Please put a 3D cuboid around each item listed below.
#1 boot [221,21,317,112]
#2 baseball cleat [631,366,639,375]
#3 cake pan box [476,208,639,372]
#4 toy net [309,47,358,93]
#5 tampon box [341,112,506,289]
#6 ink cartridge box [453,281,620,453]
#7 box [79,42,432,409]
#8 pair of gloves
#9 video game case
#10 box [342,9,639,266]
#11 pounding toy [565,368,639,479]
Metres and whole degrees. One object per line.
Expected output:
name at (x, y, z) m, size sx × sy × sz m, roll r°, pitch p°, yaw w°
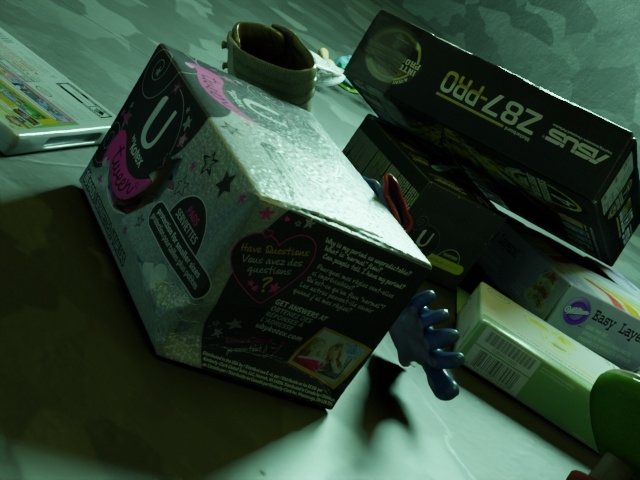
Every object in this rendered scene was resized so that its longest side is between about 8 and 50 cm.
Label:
boot at (-0.071, -0.125, 1.182) m, size 0.077 × 0.165 × 0.213 m, roll -20°, pitch 37°, yaw -29°
baseball cleat at (0.354, 0.210, 1.227) m, size 0.072 × 0.109 × 0.205 m, roll -2°, pitch 65°, yaw -33°
cake pan box at (0.311, 0.069, 1.530) m, size 0.246 × 0.070 × 0.267 m, roll 28°, pitch 12°, yaw -23°
toy net at (0.031, -0.245, 1.966) m, size 0.122 × 0.045 × 0.232 m, roll 40°, pitch 19°, yaw 16°
tampon box at (0.098, -0.043, 1.407) m, size 0.120 × 0.101 × 0.161 m, roll 23°, pitch 20°, yaw -35°
ink cartridge box at (0.217, 0.105, 1.301) m, size 0.171 × 0.056 × 0.235 m, roll 33°, pitch 18°, yaw -3°
box at (-0.059, -0.017, 0.971) m, size 0.163 × 0.142 × 0.247 m, roll 22°, pitch 19°, yaw -34°
pair of gloves at (0.061, 0.036, 1.042) m, size 0.159 × 0.023 × 0.198 m, roll 146°, pitch -76°, yaw -76°
video game case at (-0.292, -0.147, 1.111) m, size 0.212 × 0.023 × 0.193 m, roll 37°, pitch 17°, yaw 10°
box at (0.222, -0.111, 1.537) m, size 0.318 × 0.097 × 0.395 m, roll 32°, pitch -1°, yaw 18°
pounding toy at (0.278, 0.215, 1.067) m, size 0.183 × 0.110 × 0.237 m, roll 35°, pitch -12°, yaw 31°
